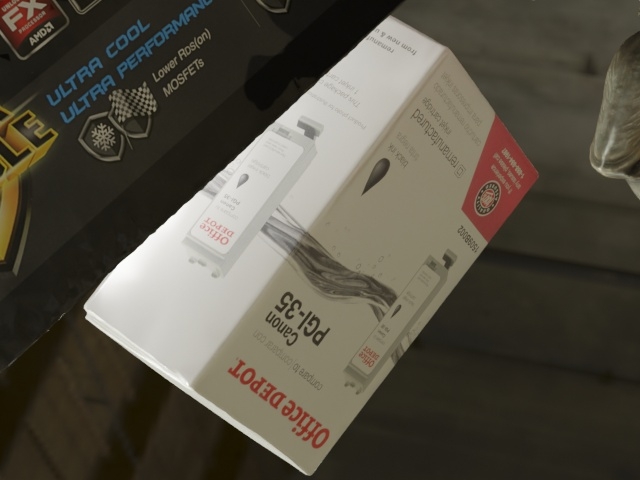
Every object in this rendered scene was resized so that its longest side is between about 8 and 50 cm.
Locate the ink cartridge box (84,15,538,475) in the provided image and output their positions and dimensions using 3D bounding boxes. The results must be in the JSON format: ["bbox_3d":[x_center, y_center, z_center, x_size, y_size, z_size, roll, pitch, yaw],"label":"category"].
[{"bbox_3d":[0.000,0.000,1.322,0.283,0.117,0.207,-53,-33,-5],"label":"ink cartridge box"}]

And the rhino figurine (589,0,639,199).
[{"bbox_3d":[0.128,-0.121,0.705,0.106,0.073,0.243,-26,-61,-38],"label":"rhino figurine"}]

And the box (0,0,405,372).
[{"bbox_3d":[-0.148,-0.123,0.677,0.295,0.073,0.293,-44,-75,-32],"label":"box"}]
